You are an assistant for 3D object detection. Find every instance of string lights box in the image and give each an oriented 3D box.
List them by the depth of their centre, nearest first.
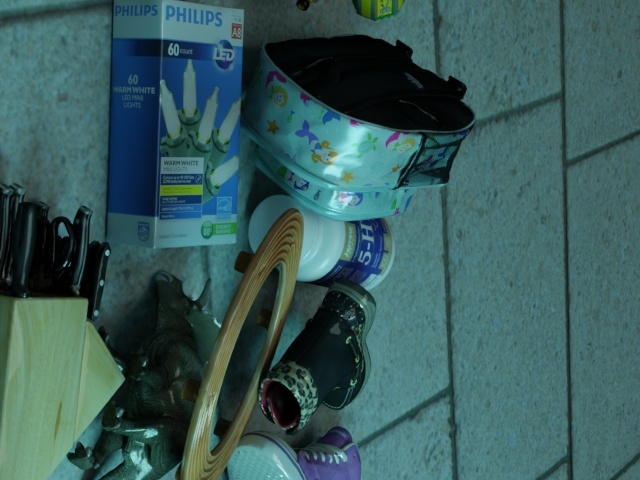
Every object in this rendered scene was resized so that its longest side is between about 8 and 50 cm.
[{"bbox_3d":[-0.156,-0.125,1.424,0.133,0.077,0.259,-5,99,-52],"label":"string lights box"}]

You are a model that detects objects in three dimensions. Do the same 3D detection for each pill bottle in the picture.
[{"bbox_3d":[0.000,0.000,1.629,0.187,0.112,0.112,13,85,-54],"label":"pill bottle"}]

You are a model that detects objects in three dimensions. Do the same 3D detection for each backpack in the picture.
[{"bbox_3d":[0.025,-0.138,1.545,0.254,0.225,0.191,-5,130,-54],"label":"backpack"}]

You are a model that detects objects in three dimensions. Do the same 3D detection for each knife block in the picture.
[{"bbox_3d":[-0.301,0.092,1.253,0.275,0.088,0.242,-54,134,-34],"label":"knife block"}]

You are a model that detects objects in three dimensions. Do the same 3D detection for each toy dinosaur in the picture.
[{"bbox_3d":[-0.177,0.181,1.412,0.160,0.121,0.313,18,78,-47],"label":"toy dinosaur"}]

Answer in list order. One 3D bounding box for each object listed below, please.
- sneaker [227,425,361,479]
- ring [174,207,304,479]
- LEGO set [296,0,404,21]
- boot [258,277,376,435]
[{"bbox_3d":[-0.025,0.281,1.663,0.161,0.102,0.282,-64,150,-30],"label":"sneaker"},{"bbox_3d":[-0.089,0.122,1.419,0.336,0.032,0.336,20,90,-81],"label":"ring"},{"bbox_3d":[0.051,-0.436,1.504,0.331,0.255,0.192,-51,162,-21],"label":"LEGO set"},{"bbox_3d":[-0.011,0.174,1.623,0.178,0.085,0.236,-51,160,-36],"label":"boot"}]
